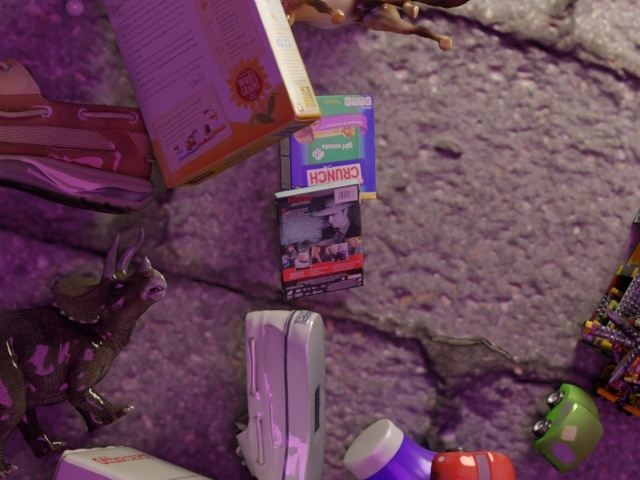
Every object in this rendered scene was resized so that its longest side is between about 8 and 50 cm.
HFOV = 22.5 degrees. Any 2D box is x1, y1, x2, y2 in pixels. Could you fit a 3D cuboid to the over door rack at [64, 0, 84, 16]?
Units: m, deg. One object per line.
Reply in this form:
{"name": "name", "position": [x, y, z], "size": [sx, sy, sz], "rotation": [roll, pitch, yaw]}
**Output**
{"name": "over door rack", "position": [-0.295, -0.332, 1.402], "size": [0.239, 0.324, 0.108], "rotation": [7, 48, -17]}

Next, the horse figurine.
{"name": "horse figurine", "position": [0.021, -0.233, 1.576], "size": [0.263, 0.174, 0.066], "rotation": [-5, 116, -23]}

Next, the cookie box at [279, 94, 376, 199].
{"name": "cookie box", "position": [0.007, -0.093, 1.626], "size": [0.092, 0.040, 0.107], "rotation": [-3, 96, -17]}

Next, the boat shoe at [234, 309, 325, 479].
{"name": "boat shoe", "position": [-0.044, 0.193, 1.617], "size": [0.084, 0.095, 0.258], "rotation": [5, 98, 14]}

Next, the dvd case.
{"name": "dvd case", "position": [0.000, 0.000, 1.621], "size": [0.087, 0.013, 0.119], "rotation": [-11, 121, -12]}

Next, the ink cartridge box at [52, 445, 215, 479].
{"name": "ink cartridge box", "position": [-0.107, 0.290, 1.489], "size": [0.273, 0.197, 0.114], "rotation": [20, 89, 12]}

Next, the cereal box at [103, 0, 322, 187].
{"name": "cereal box", "position": [-0.110, -0.190, 1.497], "size": [0.047, 0.173, 0.240], "rotation": [-8, 77, -53]}

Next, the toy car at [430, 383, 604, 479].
{"name": "toy car", "position": [0.240, 0.235, 1.659], "size": [0.239, 0.053, 0.225], "rotation": [43, 53, -16]}

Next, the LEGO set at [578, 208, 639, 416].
{"name": "LEGO set", "position": [0.433, 0.055, 1.677], "size": [0.255, 0.192, 0.331], "rotation": [39, 83, -15]}

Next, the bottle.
{"name": "bottle", "position": [0.141, 0.303, 1.663], "size": [0.118, 0.092, 0.283], "rotation": [-47, 104, -15]}

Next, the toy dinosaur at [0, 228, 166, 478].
{"name": "toy dinosaur", "position": [-0.280, 0.127, 1.539], "size": [0.313, 0.121, 0.160], "rotation": [-25, 88, -8]}

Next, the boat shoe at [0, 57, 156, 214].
{"name": "boat shoe", "position": [-0.306, -0.110, 1.504], "size": [0.324, 0.123, 0.116], "rotation": [13, 84, -26]}
